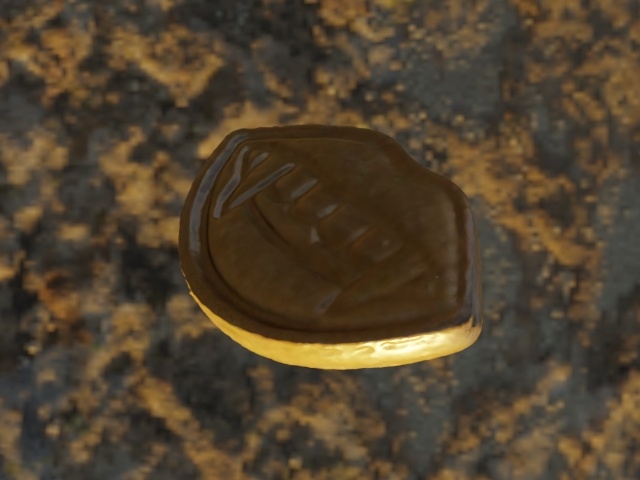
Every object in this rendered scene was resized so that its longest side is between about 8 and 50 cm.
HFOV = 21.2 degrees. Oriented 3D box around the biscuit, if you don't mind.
[{"bbox_3d":[0.000,0.000,0.885,0.142,0.221,0.029,-33,133,-11],"label":"biscuit"}]
